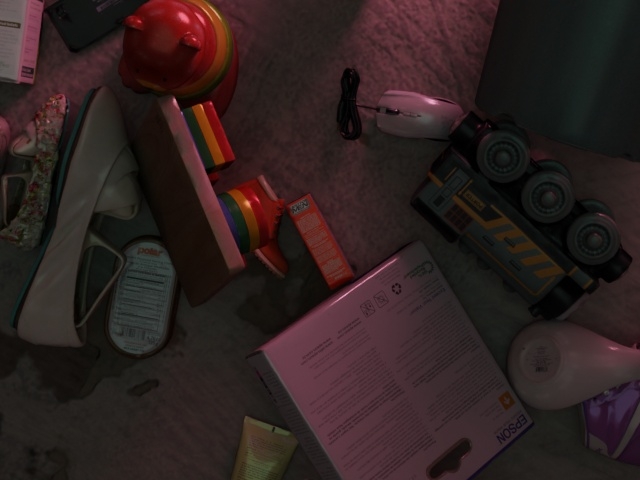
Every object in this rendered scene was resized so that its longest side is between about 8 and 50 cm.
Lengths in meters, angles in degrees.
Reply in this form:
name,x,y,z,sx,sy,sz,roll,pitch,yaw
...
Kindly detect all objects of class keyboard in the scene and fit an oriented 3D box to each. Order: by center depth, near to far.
name,x,y,z,sx,sy,sz,roll,pitch,yaw
keyboard,-0.322,-0.368,1.890,0.180,0.023,0.108,-31,100,2

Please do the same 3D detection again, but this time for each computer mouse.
name,x,y,z,sx,sy,sz,roll,pitch,yaw
computer mouse,0.120,-0.190,1.884,0.193,0.042,0.106,8,93,1

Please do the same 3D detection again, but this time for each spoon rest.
name,x,y,z,sx,sy,sz,roll,pitch,yaw
spoon rest,0.394,0.178,1.844,0.276,0.084,0.137,-5,74,38

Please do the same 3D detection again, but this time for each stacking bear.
name,x,y,z,sx,sy,sz,roll,pitch,yaw
stacking bear,-0.202,-0.265,1.760,0.175,0.289,0.164,24,94,-1

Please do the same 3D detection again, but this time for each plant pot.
name,x,y,z,sx,sy,sz,roll,pitch,yaw
plant pot,0.382,-0.302,1.744,0.341,0.341,0.334,18,102,0

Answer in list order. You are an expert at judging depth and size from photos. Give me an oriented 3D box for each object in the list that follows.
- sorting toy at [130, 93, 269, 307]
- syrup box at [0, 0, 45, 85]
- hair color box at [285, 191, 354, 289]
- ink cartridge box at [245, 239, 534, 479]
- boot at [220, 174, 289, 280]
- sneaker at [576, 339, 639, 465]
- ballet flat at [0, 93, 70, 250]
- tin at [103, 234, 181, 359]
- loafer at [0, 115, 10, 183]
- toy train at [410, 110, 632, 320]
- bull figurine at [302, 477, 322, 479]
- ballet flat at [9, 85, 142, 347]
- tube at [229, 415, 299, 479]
name,x,y,z,sx,sy,sz,roll,pitch,yaw
sorting toy,-0.166,-0.058,1.791,0.089,0.257,0.255,-21,84,-21
syrup box,-0.458,-0.351,1.857,0.096,0.093,0.237,9,94,1
hair color box,0.000,0.000,1.886,0.043,0.072,0.141,-28,92,3
ink cartridge box,0.106,0.216,1.824,0.324,0.071,0.330,-33,93,-31
boot,-0.078,-0.020,1.895,0.084,0.059,0.158,-31,92,-2
sneaker,0.463,0.190,1.880,0.161,0.102,0.282,15,95,3
ballet flat,-0.427,-0.102,1.873,0.077,0.091,0.241,10,94,-28
tin,-0.266,0.086,1.917,0.106,0.040,0.190,10,94,-4
loafer,-0.561,-0.049,1.872,0.112,0.111,0.319,30,94,-1
toy train,0.290,-0.033,1.854,0.334,0.142,0.190,42,106,-4
bull figurine,0.117,0.412,1.852,0.310,0.188,0.101,8,70,3
ballet flat,-0.333,-0.023,1.860,0.139,0.139,0.400,21,101,-1
tube,-0.109,0.394,1.930,0.070,0.062,0.240,19,89,-44
